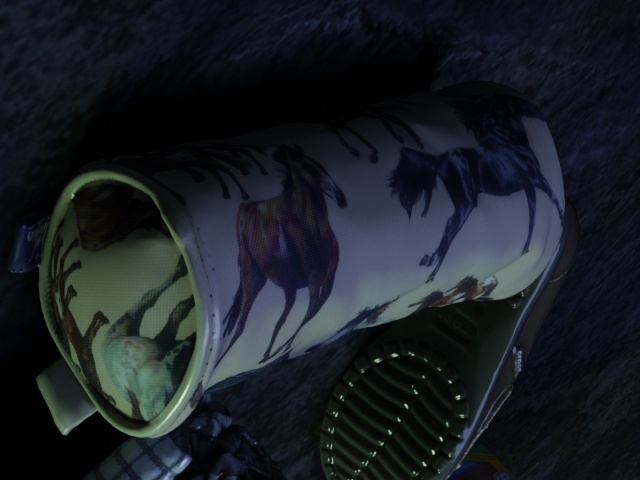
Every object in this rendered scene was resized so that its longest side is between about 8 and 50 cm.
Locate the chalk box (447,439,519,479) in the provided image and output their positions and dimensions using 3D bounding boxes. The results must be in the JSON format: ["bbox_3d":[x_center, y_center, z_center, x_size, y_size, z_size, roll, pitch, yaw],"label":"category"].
[{"bbox_3d":[0.128,0.332,1.843,0.213,0.132,0.132,-14,141,-49],"label":"chalk box"}]

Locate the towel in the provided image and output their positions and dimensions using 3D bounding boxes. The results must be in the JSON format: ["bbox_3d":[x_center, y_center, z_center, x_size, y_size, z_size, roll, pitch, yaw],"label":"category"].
[{"bbox_3d":[-0.135,0.215,1.142,0.235,0.121,0.283,-42,180,-1],"label":"towel"}]

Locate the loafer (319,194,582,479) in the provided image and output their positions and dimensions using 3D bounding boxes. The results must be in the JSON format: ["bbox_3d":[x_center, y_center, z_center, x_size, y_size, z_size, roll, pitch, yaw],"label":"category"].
[{"bbox_3d":[0.132,0.102,1.490,0.130,0.134,0.366,-5,133,-56],"label":"loafer"}]

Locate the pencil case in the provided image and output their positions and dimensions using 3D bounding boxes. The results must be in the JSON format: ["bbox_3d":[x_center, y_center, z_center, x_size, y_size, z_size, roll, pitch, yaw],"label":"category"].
[{"bbox_3d":[0.000,0.000,1.094,0.410,0.160,0.183,-17,166,-48],"label":"pencil case"}]
